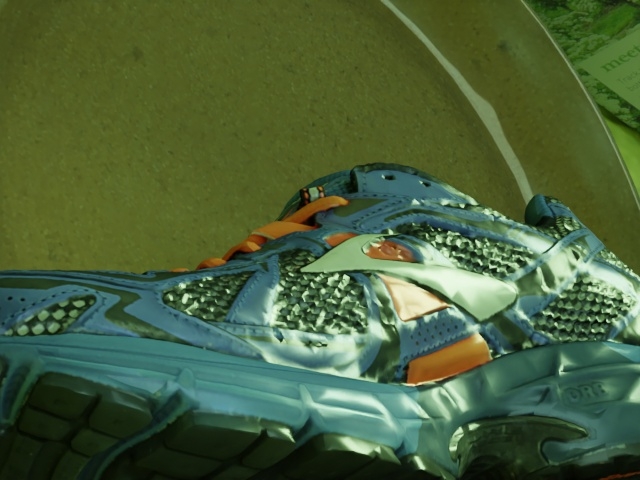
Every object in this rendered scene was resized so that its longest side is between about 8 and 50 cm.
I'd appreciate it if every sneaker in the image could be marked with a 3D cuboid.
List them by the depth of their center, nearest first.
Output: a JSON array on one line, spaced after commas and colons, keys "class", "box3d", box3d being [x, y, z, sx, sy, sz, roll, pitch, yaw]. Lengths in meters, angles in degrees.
[{"class": "sneaker", "box3d": [-0.002, 0.027, 0.407, 0.221, 0.083, 0.087, 7, 50, -47]}]

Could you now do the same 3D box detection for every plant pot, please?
[{"class": "plant pot", "box3d": [0.000, 0.000, 0.493, 0.236, 0.032, 0.236, 23, 53, -33]}]

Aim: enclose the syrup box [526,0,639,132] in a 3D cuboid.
[{"class": "syrup box", "box3d": [0.085, -0.120, 0.592, 0.237, 0.093, 0.096, 32, 49, -26]}]
